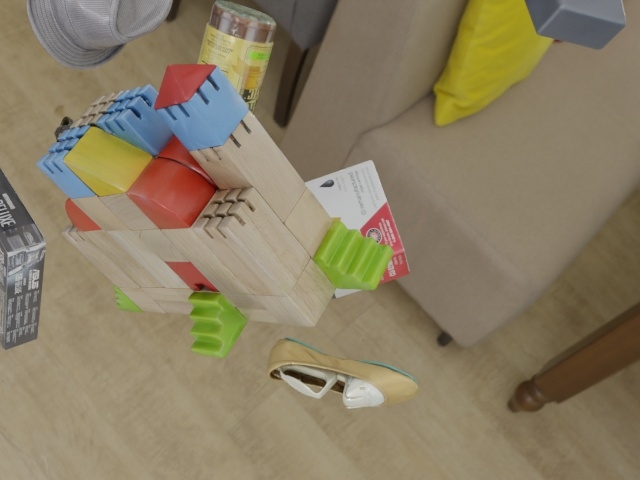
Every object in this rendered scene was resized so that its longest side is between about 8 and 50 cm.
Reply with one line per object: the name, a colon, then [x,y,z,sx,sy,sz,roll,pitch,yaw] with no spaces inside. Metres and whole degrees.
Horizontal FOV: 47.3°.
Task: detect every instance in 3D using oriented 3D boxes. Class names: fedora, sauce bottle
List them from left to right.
fedora: [-0.333,-0.406,1.197,0.124,0.244,0.275,16,62,23]
sauce bottle: [-0.166,-0.212,1.211,0.111,0.344,0.111,15,25,-7]

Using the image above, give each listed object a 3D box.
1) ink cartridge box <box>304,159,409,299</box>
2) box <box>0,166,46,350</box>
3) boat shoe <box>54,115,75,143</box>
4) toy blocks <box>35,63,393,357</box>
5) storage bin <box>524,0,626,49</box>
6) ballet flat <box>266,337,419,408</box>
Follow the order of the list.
ink cartridge box: [0.000,0.000,1.327,0.272,0.114,0.197,-19,64,4]
box: [-0.636,0.030,1.446,0.076,0.307,0.242,-19,57,-38]
boat shoe: [-0.621,-0.255,1.773,0.049,0.056,0.152,47,12,-29]
toy blocks: [-0.155,-0.037,0.740,0.261,0.381,0.191,52,54,-33]
storage bin: [0.327,-0.305,0.954,0.135,0.098,0.091,8,62,-20]
ballet flat: [0.027,0.212,1.085,0.232,0.080,0.073,13,46,18]
